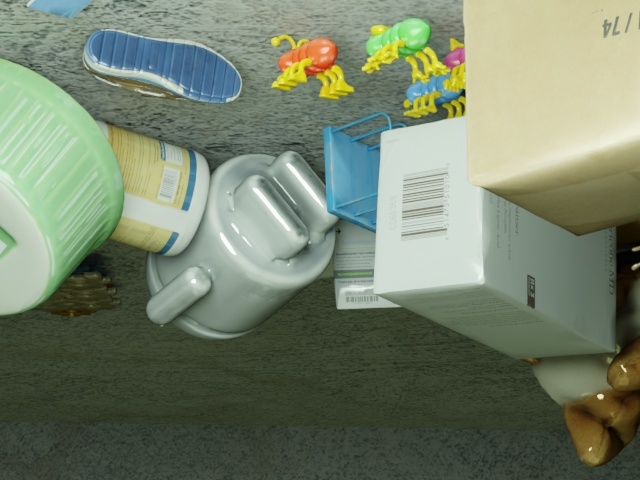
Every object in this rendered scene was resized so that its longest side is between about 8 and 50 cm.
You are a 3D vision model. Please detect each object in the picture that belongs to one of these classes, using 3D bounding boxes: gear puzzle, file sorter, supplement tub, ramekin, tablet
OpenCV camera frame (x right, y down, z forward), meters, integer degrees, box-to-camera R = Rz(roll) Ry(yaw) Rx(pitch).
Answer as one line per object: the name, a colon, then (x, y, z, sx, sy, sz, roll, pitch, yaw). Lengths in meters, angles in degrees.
gear puzzle: (-0.434, 0.084, 2.566, 0.176, 0.044, 0.339, -1, 164, -2)
file sorter: (0.097, -0.081, 1.933, 0.104, 0.118, 0.170, -16, 156, 34)
supplement tub: (-0.257, -0.071, 1.904, 0.200, 0.144, 0.144, 17, 156, -22)
ramekin: (-0.398, -0.054, 1.745, 0.303, 0.148, 0.303, 13, 134, 14)
tablet: (-0.271, -0.258, 1.577, 0.054, 0.006, 0.083, 12, 159, -32)

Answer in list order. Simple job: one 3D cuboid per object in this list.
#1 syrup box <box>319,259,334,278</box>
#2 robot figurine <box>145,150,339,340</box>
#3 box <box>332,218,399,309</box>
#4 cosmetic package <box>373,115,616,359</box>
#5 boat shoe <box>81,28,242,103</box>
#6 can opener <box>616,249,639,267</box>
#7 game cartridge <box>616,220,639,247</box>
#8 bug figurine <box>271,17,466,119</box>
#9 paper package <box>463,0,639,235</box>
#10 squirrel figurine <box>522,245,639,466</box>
syrup box: (0.000, 0.000, 2.211, 0.237, 0.093, 0.096, -10, 159, 28)
robot figurine: (-0.115, 0.014, 2.042, 0.300, 0.199, 0.353, -34, 176, -39)
box: (0.088, 0.001, 2.079, 0.145, 0.186, 0.038, -3, -168, 10)
cosmetic package: (0.230, 0.008, 1.866, 0.156, 0.217, 0.385, -8, 162, 34)
boat shoe: (-0.181, -0.194, 1.692, 0.183, 0.066, 0.066, 17, 162, -16)
can opener: (0.405, 0.071, 2.326, 0.284, 0.076, 0.095, -14, 177, -8)
game cartridge: (0.304, -0.032, 2.169, 0.285, 0.052, 0.324, -18, 156, 36)
bug figurine: (0.092, -0.194, 1.658, 0.279, 0.072, 0.216, 9, 167, -38)
paper package: (0.299, -0.191, 1.292, 0.325, 0.309, 0.168, -17, 152, 41)
squirrel figurine: (0.502, 0.099, 2.178, 0.397, 0.281, 0.370, -1, 140, -52)
